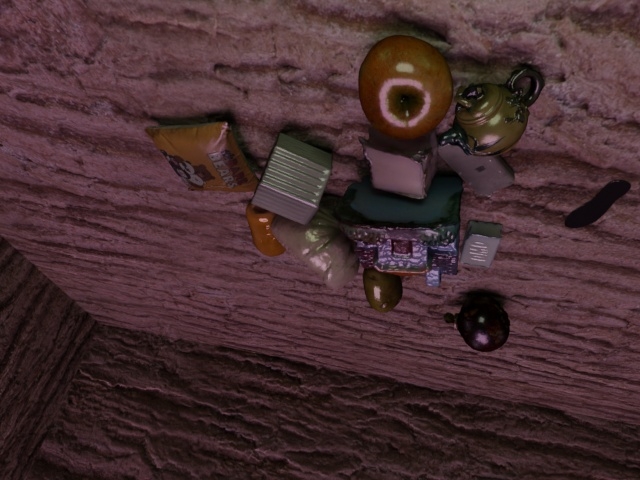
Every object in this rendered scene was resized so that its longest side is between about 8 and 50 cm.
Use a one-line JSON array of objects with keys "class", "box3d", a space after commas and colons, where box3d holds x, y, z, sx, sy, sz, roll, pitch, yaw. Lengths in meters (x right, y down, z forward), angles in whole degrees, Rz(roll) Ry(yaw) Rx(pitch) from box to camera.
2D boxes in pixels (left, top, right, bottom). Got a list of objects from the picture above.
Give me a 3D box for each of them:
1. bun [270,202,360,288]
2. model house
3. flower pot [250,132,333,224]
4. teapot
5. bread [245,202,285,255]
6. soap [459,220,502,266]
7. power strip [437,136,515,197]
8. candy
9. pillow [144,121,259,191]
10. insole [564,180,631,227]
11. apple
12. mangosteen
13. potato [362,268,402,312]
[{"class": "bun", "box3d": [0.000, 0.000, 1.725, 0.365, 0.219, 0.365, 43, 175, 4]}, {"class": "model house", "box3d": [0.247, 0.009, 1.503, 0.361, 0.297, 0.338, 2, 128, 15]}, {"class": "flower pot", "box3d": [-0.085, -0.186, 1.481, 0.190, 0.239, 0.209, 21, 120, -12]}, {"class": "teapot", "box3d": [0.394, -0.305, 1.140, 0.269, 0.173, 0.183, -41, 131, 15]}, {"class": "bread", "box3d": [-0.210, -0.036, 1.896, 0.142, 0.091, 0.305, 4, 149, 7]}, {"class": "soap", "box3d": [0.555, 0.015, 1.694, 0.115, 0.063, 0.198, 8, 148, 12]}, {"class": "power strip", "box3d": [0.439, -0.220, 1.376, 0.118, 0.046, 0.270, -23, 132, 41]}, {"class": "candy", "box3d": [0.222, -0.225, 1.334, 0.195, 0.137, 0.184, 16, 150, 26]}, {"class": "pillow", "box3d": [-0.365, -0.259, 1.563, 0.313, 0.119, 0.310, 2, 144, 21]}, {"class": "insole", "box3d": [0.824, -0.102, 1.455, 0.086, 0.005, 0.253, 15, 150, -3]}, {"class": "apple", "box3d": [0.192, -0.355, 1.134, 0.237, 0.207, 0.236, 3, 131, 3]}, {"class": "mangosteen", "box3d": [0.649, 0.352, 2.051, 0.231, 0.231, 0.289, 35, 148, -31]}, {"class": "potato", "box3d": [0.255, 0.184, 1.971, 0.149, 0.197, 0.228, -1, 112, 16]}]
